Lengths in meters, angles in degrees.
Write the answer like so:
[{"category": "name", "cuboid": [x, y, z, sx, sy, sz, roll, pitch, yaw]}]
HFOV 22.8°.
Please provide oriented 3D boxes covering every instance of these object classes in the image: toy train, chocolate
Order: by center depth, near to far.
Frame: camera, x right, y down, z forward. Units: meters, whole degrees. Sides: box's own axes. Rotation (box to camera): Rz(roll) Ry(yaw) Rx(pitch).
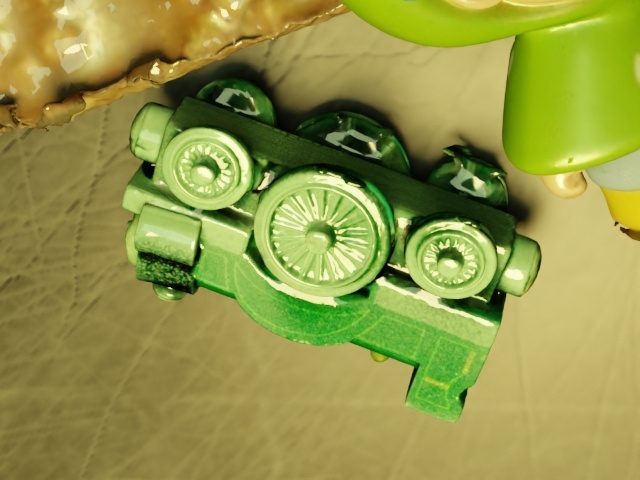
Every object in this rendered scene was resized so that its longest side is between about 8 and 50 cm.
[{"category": "chocolate", "cuboid": [-0.139, -0.084, 0.660, 0.329, 0.065, 0.102, -18, 86, 17]}, {"category": "toy train", "cuboid": [0.000, 0.000, 0.666, 0.178, 0.071, 0.105, 20, 123, 2]}]

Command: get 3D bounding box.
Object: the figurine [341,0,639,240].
[{"category": "figurine", "cuboid": [0.079, -0.116, 0.566, 0.162, 0.143, 0.263, -46, 120, -19]}]
